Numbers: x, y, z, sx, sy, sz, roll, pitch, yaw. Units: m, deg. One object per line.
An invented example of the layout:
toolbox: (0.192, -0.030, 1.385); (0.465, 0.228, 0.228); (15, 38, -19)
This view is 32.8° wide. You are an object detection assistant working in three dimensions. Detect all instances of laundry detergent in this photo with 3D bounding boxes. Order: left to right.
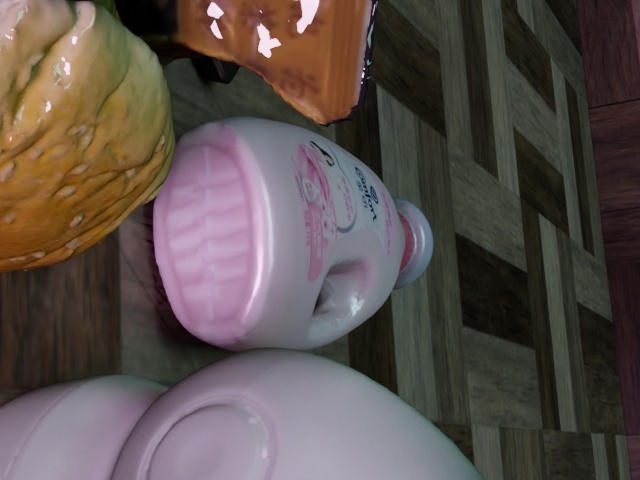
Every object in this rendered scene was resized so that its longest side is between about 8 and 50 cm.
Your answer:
laundry detergent: (0.000, 0.000, 0.800); (0.335, 0.087, 0.159); (5, 82, -66)

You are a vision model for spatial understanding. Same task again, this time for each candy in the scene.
candy: (-0.056, -0.126, 0.516); (0.101, 0.271, 0.143); (-7, 99, -39)

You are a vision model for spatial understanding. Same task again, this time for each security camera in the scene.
security camera: (-0.033, 0.148, 0.495); (0.194, 0.236, 0.195); (30, 56, -58)

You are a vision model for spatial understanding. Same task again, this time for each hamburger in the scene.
hamburger: (-0.132, -0.041, 0.459); (0.208, 0.155, 0.135); (56, 42, -59)

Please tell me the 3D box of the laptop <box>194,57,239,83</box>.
laptop: (-0.073, -0.226, 0.796); (0.207, 0.026, 0.154); (-69, 145, -47)
